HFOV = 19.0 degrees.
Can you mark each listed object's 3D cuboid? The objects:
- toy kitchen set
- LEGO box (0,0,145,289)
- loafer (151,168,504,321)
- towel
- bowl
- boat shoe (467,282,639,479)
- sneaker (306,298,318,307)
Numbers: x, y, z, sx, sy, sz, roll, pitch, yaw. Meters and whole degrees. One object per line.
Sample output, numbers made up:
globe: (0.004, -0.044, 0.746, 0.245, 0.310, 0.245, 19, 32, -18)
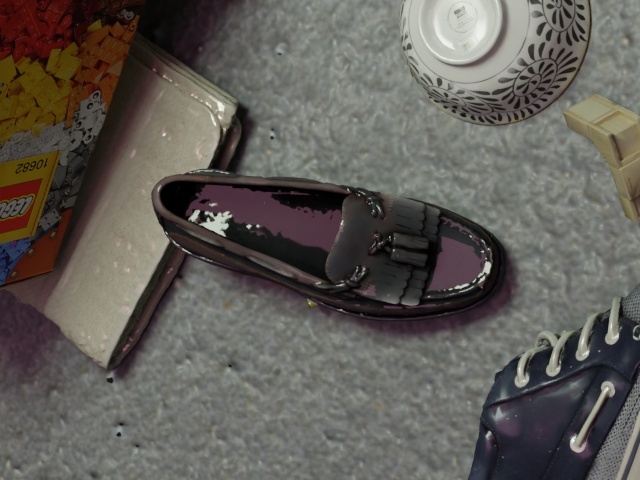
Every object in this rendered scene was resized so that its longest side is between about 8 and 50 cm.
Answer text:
toy kitchen set: (0.253, -0.075, 1.542, 0.068, 0.075, 0.083, -28, 118, -12)
LEGO box: (-0.407, -0.239, 1.687, 0.500, 0.193, 0.372, 38, 122, 26)
loafer: (0.000, 0.000, 1.599, 0.303, 0.095, 0.109, 12, 84, 14)
towel: (-0.194, -0.047, 1.746, 0.187, 0.049, 0.282, 37, 108, 21)
bowl: (0.127, -0.179, 1.566, 0.170, 0.080, 0.170, 1, 93, 27)
boat shoe: (0.222, 0.095, 1.504, 0.158, 0.127, 0.340, 21, 102, 16)
sneaker: (0.002, 0.017, 1.667, 0.035, 0.031, 0.083, -2, 83, -2)
